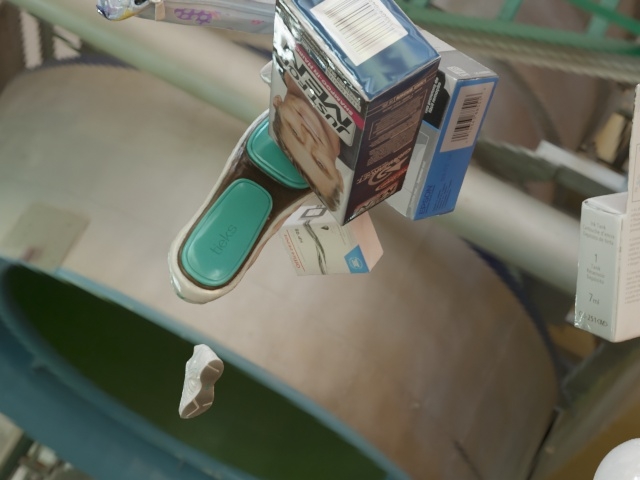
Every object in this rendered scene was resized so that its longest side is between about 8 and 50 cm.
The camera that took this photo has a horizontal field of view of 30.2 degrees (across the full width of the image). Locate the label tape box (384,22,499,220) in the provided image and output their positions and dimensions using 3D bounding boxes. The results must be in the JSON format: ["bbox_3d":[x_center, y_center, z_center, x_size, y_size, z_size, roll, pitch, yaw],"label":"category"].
[{"bbox_3d":[0.093,-0.218,1.841,0.106,0.334,0.240,-15,-49,-41],"label":"label tape box"}]

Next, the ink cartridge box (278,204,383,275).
[{"bbox_3d":[0.000,0.000,1.944,0.060,0.180,0.104,-52,-52,-45],"label":"ink cartridge box"}]

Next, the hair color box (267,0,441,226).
[{"bbox_3d":[0.029,-0.168,1.427,0.105,0.174,0.347,-33,-17,-15],"label":"hair color box"}]

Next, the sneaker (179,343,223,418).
[{"bbox_3d":[-0.211,0.244,2.053,0.054,0.061,0.152,0,-52,-36],"label":"sneaker"}]

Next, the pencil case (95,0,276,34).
[{"bbox_3d":[-0.132,-0.310,1.439,0.124,0.273,0.113,36,120,51],"label":"pencil case"}]

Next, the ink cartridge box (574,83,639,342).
[{"bbox_3d":[0.364,-0.046,1.122,0.060,0.275,0.238,25,120,54],"label":"ink cartridge box"}]

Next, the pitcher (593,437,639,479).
[{"bbox_3d":[0.450,0.392,1.647,0.125,0.178,0.207,-44,6,48],"label":"pitcher"}]

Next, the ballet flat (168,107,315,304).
[{"bbox_3d":[-0.084,-0.066,1.644,0.400,0.139,0.139,-52,-8,-29],"label":"ballet flat"}]

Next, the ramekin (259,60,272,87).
[{"bbox_3d":[-0.001,-0.317,2.239,0.207,0.109,0.207,-25,17,8],"label":"ramekin"}]
